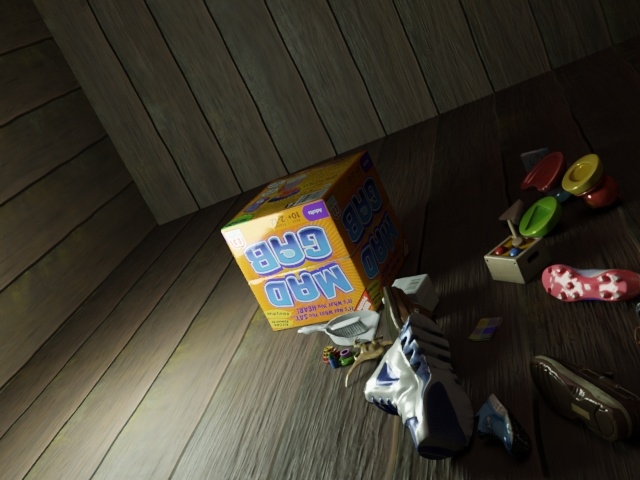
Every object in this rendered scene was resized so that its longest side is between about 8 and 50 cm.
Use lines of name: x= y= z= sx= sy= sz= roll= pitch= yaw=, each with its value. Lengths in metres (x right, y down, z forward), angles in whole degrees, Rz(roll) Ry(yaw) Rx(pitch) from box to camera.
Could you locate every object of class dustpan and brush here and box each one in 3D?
dustpan and brush: x=0.043 y=0.234 z=1.986 sx=0.211 sy=0.060 sz=0.147 roll=-19 pitch=19 yaw=20

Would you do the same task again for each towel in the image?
towel: x=0.377 y=0.202 z=1.707 sx=0.060 sy=0.009 sz=0.083 roll=-9 pitch=25 yaw=41

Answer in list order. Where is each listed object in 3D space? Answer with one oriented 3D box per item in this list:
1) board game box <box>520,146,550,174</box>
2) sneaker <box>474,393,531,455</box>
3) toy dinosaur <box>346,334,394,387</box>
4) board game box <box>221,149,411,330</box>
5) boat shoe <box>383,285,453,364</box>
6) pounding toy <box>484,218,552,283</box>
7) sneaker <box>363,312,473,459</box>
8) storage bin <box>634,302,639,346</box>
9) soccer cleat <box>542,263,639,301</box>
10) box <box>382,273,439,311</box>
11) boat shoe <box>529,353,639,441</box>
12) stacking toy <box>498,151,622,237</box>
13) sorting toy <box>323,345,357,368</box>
board game box: x=0.697 y=-0.245 z=2.382 sx=0.090 sy=0.090 sz=0.020 roll=-12 pitch=24 yaw=35
sneaker: x=0.321 y=0.343 z=1.340 sx=0.073 sy=0.063 sz=0.162 roll=-42 pitch=12 yaw=6
toy dinosaur: x=0.110 y=0.272 z=1.804 sx=0.183 sy=0.053 sz=0.092 roll=-32 pitch=20 yaw=-17
board game box: x=0.000 y=0.000 z=2.216 sx=0.356 sy=0.356 sz=0.356 roll=-15 pitch=21 yaw=31
boat shoe: x=0.222 y=0.208 z=1.739 sx=0.104 sy=0.111 sz=0.307 roll=-12 pitch=34 yaw=-4
pounding toy: x=0.496 y=0.025 z=1.887 sx=0.141 sy=0.100 sz=0.130 roll=-35 pitch=20 yaw=-26
sneaker: x=0.186 y=0.316 z=1.490 sx=0.182 sy=0.127 sz=0.315 roll=-52 pitch=26 yaw=31
storage bin: x=0.597 y=0.179 z=1.292 sx=0.098 sy=0.135 sz=0.091 roll=-14 pitch=31 yaw=33
soccer cleat: x=0.594 y=0.094 z=1.634 sx=0.095 sy=0.083 sz=0.248 roll=-2 pitch=0 yaw=-28
box: x=0.232 y=0.152 z=1.913 sx=0.102 sy=0.087 sz=0.101 roll=-14 pitch=21 yaw=35
boat shoe: x=0.470 y=0.266 z=1.301 sx=0.095 sy=0.095 sz=0.257 roll=-16 pitch=21 yaw=-15
stacking toy: x=0.669 y=-0.102 z=2.085 sx=0.279 sy=0.130 sz=0.309 roll=-52 pitch=15 yaw=4
sorting toy: x=0.041 y=0.286 z=1.875 sx=0.102 sy=0.042 sz=0.061 roll=-10 pitch=24 yaw=40
